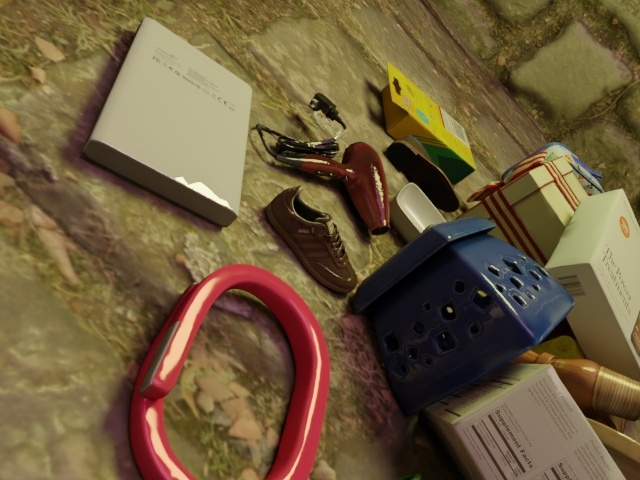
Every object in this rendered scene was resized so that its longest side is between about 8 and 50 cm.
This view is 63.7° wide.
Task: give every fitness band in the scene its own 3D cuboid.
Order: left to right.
[{"bbox_3d":[-0.085,0.154,0.564,0.209,0.054,0.290,41,36,-19],"label":"fitness band"}]

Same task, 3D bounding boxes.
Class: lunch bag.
[{"bbox_3d":[0.764,-0.180,1.680,0.304,0.243,0.114,24,43,-33],"label":"lunch bag"}]

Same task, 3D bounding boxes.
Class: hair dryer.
[{"bbox_3d":[0.025,-0.125,0.949,0.293,0.080,0.223,45,50,1],"label":"hair dryer"}]

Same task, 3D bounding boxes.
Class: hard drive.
[{"bbox_3d":[-0.198,-0.181,0.744,0.203,0.040,0.307,29,40,-30],"label":"hard drive"}]

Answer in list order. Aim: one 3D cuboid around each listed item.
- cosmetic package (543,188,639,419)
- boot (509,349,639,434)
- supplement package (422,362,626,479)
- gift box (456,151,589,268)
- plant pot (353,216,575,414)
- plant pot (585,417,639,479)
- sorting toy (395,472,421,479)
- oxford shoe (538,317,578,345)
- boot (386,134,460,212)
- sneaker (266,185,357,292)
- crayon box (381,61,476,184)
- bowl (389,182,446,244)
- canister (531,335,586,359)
[{"bbox_3d":[0.613,0.126,1.054,0.284,0.098,0.377,-44,108,-41],"label":"cosmetic package"},{"bbox_3d":[0.464,0.303,0.982,0.109,0.220,0.283,-61,150,-23],"label":"boot"},{"bbox_3d":[0.278,0.309,0.673,0.261,0.145,0.204,60,-6,11],"label":"supplement package"},{"bbox_3d":[0.521,-0.054,1.283,0.276,0.255,0.258,-22,79,-49],"label":"gift box"},{"bbox_3d":[0.209,0.097,0.801,0.236,0.236,0.212,-12,62,-52],"label":"plant pot"},{"bbox_3d":[0.489,0.411,0.891,0.237,0.237,0.109,43,73,-13],"label":"plant pot"},{"bbox_3d":[0.082,0.314,0.598,0.102,0.061,0.042,-19,74,-31],"label":"sorting toy"},{"bbox_3d":[0.522,0.177,1.206,0.397,0.147,0.140,16,91,-27],"label":"oxford shoe"},{"bbox_3d":[0.259,-0.168,1.227,0.219,0.082,0.106,46,37,-5],"label":"boot"},{"bbox_3d":[0.000,0.000,0.780,0.188,0.071,0.066,46,34,-8],"label":"sneaker"},{"bbox_3d":[0.268,-0.309,1.367,0.319,0.081,0.202,32,38,-27],"label":"crayon box"},{"bbox_3d":[0.197,-0.039,1.062,0.142,0.053,0.142,50,34,-2],"label":"bowl"},{"bbox_3d":[0.524,0.281,1.085,0.170,0.126,0.073,35,38,-26],"label":"canister"}]
